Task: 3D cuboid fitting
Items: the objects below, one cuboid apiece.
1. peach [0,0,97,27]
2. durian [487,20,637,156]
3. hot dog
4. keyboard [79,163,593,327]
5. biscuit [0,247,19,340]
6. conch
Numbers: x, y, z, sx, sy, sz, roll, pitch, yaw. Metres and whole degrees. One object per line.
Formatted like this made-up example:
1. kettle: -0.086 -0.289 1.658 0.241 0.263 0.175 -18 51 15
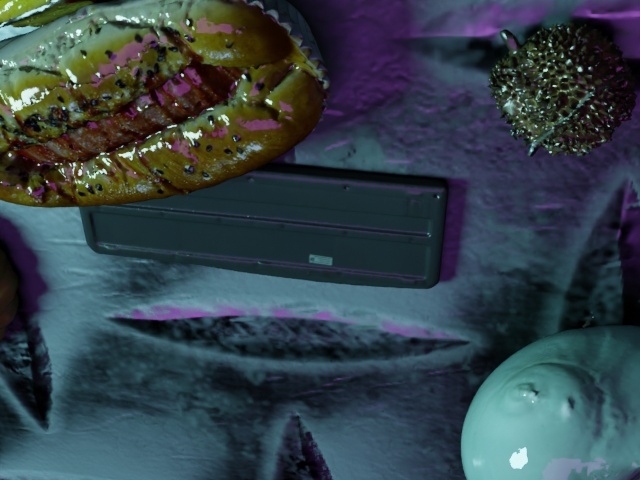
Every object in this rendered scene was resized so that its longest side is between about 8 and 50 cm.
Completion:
1. peach: -0.170 -0.159 0.529 0.077 0.050 0.083 38 118 12
2. durian: 0.137 -0.089 0.497 0.091 0.080 0.080 46 123 -8
3. hot dog: -0.123 -0.084 0.549 0.268 0.075 0.144 -15 132 18
4. keyboard: 0.004 -0.008 0.617 0.381 0.041 0.103 10 128 13
5. biscuit: -0.320 0.056 0.717 0.183 0.061 0.118 -34 114 30
6. conch: 0.201 0.118 0.580 0.221 0.185 0.121 -13 97 -23
